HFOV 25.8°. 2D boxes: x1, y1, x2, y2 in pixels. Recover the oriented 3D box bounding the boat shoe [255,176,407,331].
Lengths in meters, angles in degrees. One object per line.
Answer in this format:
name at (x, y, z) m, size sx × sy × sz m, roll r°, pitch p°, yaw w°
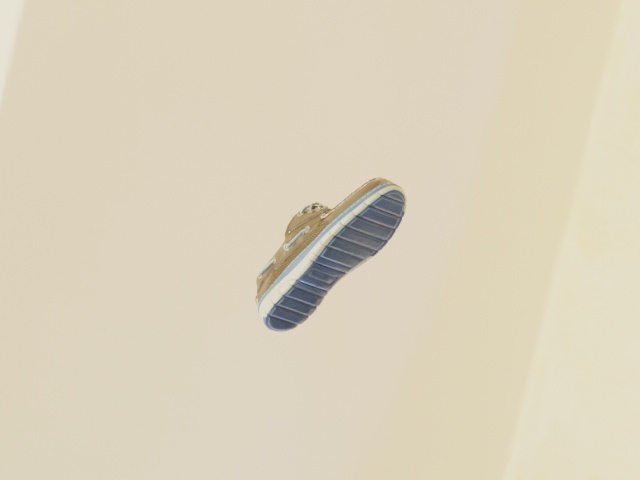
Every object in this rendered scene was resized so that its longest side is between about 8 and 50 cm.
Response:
boat shoe at (0.000, 0.000, 1.275) m, size 0.183 × 0.066 × 0.066 m, roll -44°, pitch -41°, yaw 19°
